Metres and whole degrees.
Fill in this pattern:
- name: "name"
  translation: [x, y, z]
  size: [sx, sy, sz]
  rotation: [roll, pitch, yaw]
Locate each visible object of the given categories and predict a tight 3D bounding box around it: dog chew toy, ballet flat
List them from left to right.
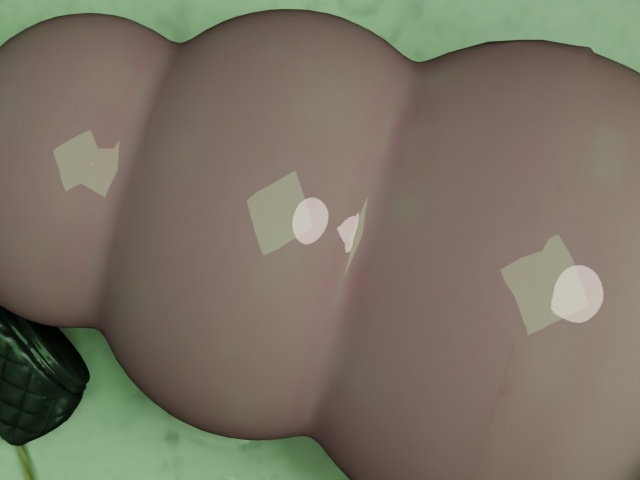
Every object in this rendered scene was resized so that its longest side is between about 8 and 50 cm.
- name: "ballet flat"
  translation: [-0.169, 0.015, 0.850]
  size: [0.049, 0.057, 0.173]
  rotation: [-42, 88, 11]
- name: "dog chew toy"
  translation: [0.000, 0.000, 0.807]
  size: [0.332, 0.206, 0.206]
  rotation: [15, 83, 2]
